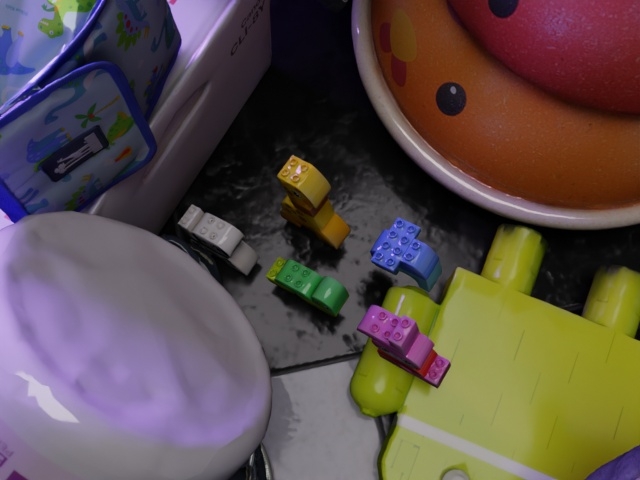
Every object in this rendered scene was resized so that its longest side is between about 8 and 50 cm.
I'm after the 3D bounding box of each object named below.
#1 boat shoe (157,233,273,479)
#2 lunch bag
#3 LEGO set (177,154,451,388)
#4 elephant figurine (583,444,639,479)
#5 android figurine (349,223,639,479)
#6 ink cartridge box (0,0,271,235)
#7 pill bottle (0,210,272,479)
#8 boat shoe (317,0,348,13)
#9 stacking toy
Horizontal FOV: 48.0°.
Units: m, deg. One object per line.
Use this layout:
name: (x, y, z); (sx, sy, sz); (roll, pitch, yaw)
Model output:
boat shoe: (-0.087, 0.119, 0.511); (0.095, 0.079, 0.254); (-7, 74, -2)
lunch bag: (-0.138, -0.087, 0.379); (0.096, 0.129, 0.151); (19, 74, 3)
LEGO set: (0.000, 0.000, 0.506); (0.227, 0.093, 0.087); (27, 74, 25)
elephant figurine: (0.263, 0.209, 0.429); (0.240, 0.186, 0.169); (16, 50, -20)
android figurine: (0.144, 0.129, 0.524); (0.248, 0.056, 0.272); (24, 74, 6)
ink cartridge box: (-0.266, -0.152, 0.542); (0.385, 0.160, 0.279); (29, 76, 6)
pill bottle: (-0.178, 0.141, 0.408); (0.169, 0.169, 0.301); (47, 113, 11)
boat shoe: (0.032, -0.258, 0.640); (0.040, 0.049, 0.142); (46, 64, -29)
stacking toy: (0.202, -0.231, 0.404); (0.351, 0.480, 0.350); (0, 74, 0)
